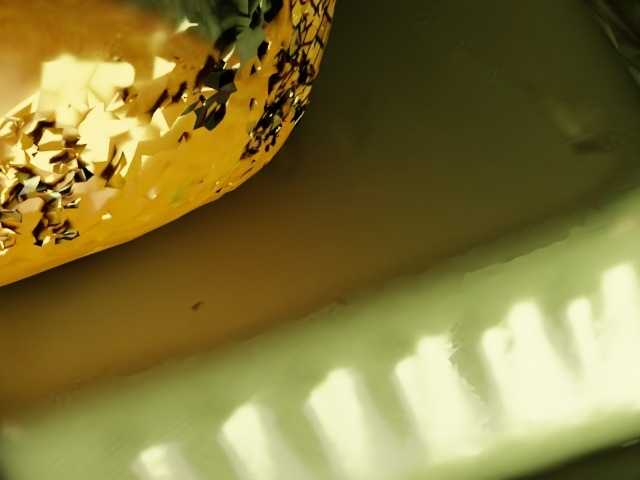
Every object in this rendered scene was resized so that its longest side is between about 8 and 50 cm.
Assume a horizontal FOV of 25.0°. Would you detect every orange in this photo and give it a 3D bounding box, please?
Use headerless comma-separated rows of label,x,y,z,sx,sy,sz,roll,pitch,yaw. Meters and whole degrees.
orange,-0.110,-0.075,0.423,0.234,0.182,0.234,-24,-167,6

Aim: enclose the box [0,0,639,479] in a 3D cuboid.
box,0.000,0.000,0.528,0.337,0.264,0.106,-19,135,1
